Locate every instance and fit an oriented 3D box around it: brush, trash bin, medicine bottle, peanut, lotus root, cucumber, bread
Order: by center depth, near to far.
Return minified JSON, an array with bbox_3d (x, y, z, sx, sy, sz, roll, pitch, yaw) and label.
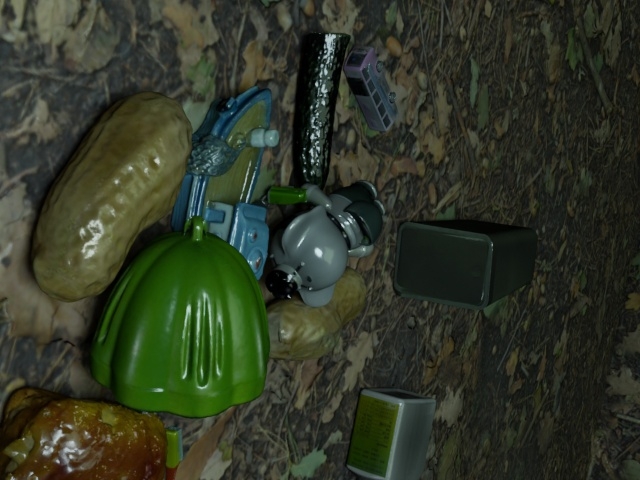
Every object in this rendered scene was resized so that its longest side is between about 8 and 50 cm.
[{"bbox_3d":[-0.262,0.330,0.782,0.185,0.109,0.380,25,79,-56],"label":"bread"},{"bbox_3d":[-0.192,-0.042,0.799,0.108,0.095,0.226,53,56,-43],"label":"peanut"},{"bbox_3d":[-0.128,0.053,0.822,0.186,0.186,0.186,-19,114,-53],"label":"lotus root"},{"bbox_3d":[-0.169,0.256,0.978,0.021,0.019,0.083,-18,111,-64],"label":"brush"},{"bbox_3d":[-0.004,-0.160,1.087,0.052,0.058,0.214,-64,161,-78],"label":"cucumber"},{"bbox_3d":[-0.010,0.097,1.120,0.214,0.099,0.099,-42,131,-52],"label":"peanut"},{"bbox_3d":[0.109,0.336,1.350,0.132,0.088,0.188,16,85,-56],"label":"medicine bottle"},{"bbox_3d":[0.254,0.030,1.423,0.240,0.164,0.122,-8,105,-56],"label":"trash bin"}]

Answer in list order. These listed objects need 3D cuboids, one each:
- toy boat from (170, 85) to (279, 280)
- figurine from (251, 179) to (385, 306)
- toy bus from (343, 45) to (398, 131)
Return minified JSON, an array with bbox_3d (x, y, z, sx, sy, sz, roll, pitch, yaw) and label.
[{"bbox_3d":[-0.097,-0.057,0.939,0.109,0.098,0.238,15,85,-59],"label":"toy boat"},{"bbox_3d":[0.000,0.000,1.053,0.192,0.126,0.147,-44,128,-31],"label":"figurine"},{"bbox_3d":[0.072,-0.214,1.207,0.052,0.037,0.130,-57,141,-24],"label":"toy bus"}]
